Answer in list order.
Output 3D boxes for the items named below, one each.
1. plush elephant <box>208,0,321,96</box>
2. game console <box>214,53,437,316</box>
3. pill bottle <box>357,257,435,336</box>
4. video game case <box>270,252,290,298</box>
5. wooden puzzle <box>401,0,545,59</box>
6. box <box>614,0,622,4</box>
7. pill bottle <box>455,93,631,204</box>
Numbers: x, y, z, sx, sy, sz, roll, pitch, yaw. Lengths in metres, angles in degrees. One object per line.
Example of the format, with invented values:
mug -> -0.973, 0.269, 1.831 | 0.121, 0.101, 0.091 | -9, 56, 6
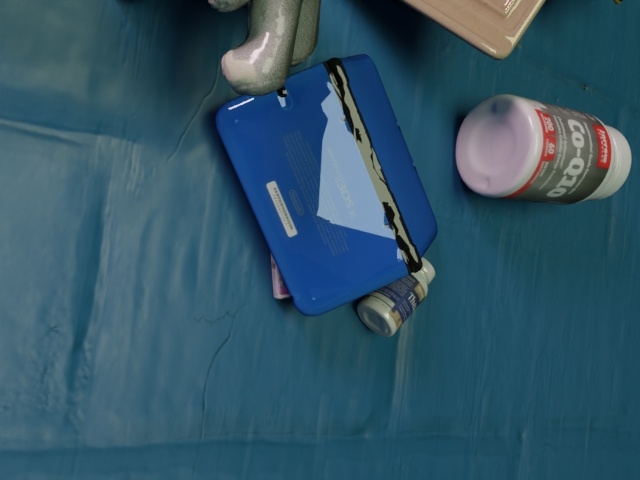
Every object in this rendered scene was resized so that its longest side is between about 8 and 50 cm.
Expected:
plush elephant -> -0.126, -0.339, 0.685 | 0.271, 0.256, 0.329 | -73, 174, -58
game console -> 0.025, -0.084, 0.886 | 0.250, 0.173, 0.293 | -24, 99, -4
pill bottle -> 0.113, 0.077, 0.944 | 0.120, 0.067, 0.067 | -45, 114, -27
video game case -> 0.000, 0.000, 0.894 | 0.157, 0.019, 0.143 | -6, 94, -36
wooden puzzle -> 0.205, -0.467, 0.897 | 0.322, 0.080, 0.347 | 33, 92, 1
box -> 0.415, -0.579, 1.079 | 0.322, 0.079, 0.257 | 35, 36, -30
pill bottle -> 0.376, -0.142, 1.072 | 0.283, 0.161, 0.161 | 1, 89, -35
